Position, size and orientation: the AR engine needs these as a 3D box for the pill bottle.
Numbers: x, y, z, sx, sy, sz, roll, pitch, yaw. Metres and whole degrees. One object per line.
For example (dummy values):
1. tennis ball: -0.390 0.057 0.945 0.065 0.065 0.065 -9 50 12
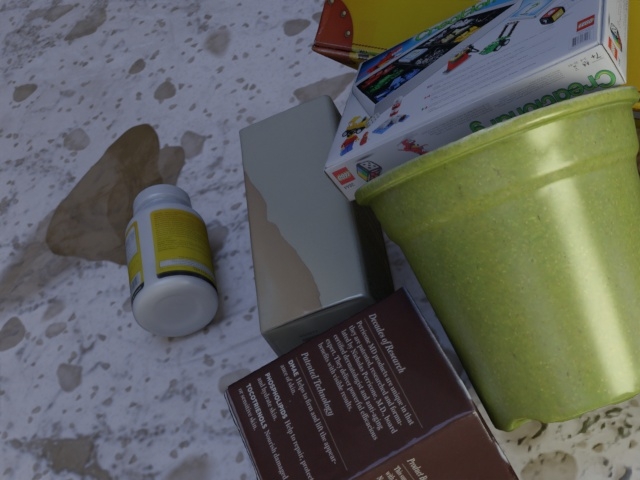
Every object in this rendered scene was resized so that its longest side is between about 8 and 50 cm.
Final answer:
1. pill bottle: -0.185 0.019 1.354 0.103 0.103 0.184 -23 47 9

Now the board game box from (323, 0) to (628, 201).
1. board game box: 0.153 -0.166 1.090 0.305 0.053 0.193 -22 32 33

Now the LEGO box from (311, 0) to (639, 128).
1. LEGO box: 0.275 -0.337 1.241 0.500 0.193 0.372 18 95 36

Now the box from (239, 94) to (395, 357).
1. box: 0.000 0.000 1.247 0.121 0.148 0.311 -20 46 12

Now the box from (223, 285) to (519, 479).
1. box: 0.050 0.190 1.048 0.203 0.168 0.167 -30 45 2

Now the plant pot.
1. plant pot: 0.201 0.028 1.018 0.276 0.276 0.254 -20 86 12
